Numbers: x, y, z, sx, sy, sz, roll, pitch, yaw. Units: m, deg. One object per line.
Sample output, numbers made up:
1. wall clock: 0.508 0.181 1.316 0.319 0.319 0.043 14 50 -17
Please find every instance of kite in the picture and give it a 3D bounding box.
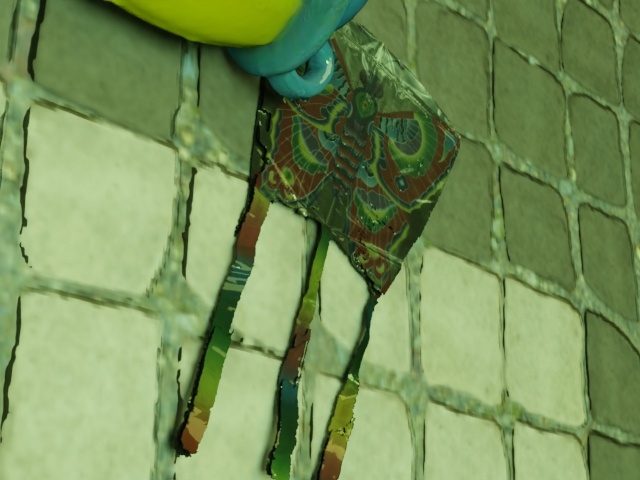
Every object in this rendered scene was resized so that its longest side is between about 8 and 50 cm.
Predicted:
1. kite: 0.000 0.000 0.582 0.152 0.015 0.285 39 48 -28

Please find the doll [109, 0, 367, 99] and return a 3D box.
1. doll: -0.097 -0.192 0.464 0.199 0.145 0.363 -50 125 -18
